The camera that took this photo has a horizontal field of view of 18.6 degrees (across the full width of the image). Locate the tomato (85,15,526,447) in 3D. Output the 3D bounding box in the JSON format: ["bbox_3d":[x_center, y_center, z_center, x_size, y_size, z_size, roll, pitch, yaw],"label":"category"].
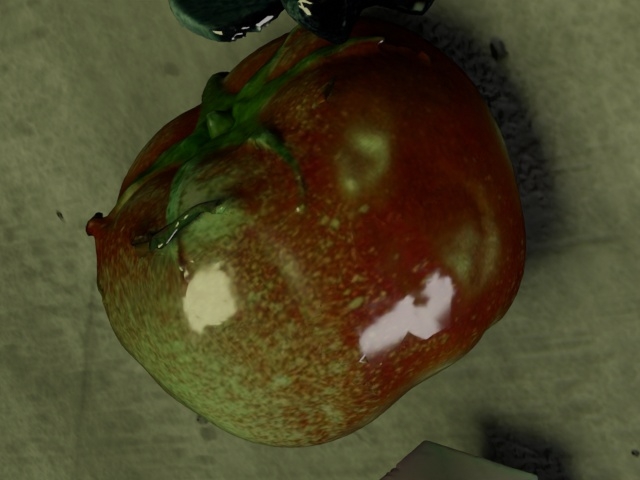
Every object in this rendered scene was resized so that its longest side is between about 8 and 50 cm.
[{"bbox_3d":[0.000,0.000,1.349,0.303,0.303,0.239,-18,120,47],"label":"tomato"}]

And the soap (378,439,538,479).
[{"bbox_3d":[0.115,0.314,1.502,0.109,0.193,0.324,17,129,36],"label":"soap"}]

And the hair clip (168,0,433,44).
[{"bbox_3d":[-0.008,-0.242,1.208,0.310,0.194,0.206,54,156,40],"label":"hair clip"}]
